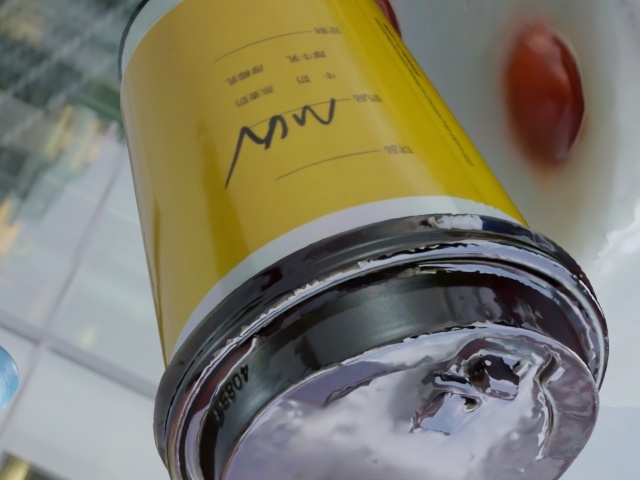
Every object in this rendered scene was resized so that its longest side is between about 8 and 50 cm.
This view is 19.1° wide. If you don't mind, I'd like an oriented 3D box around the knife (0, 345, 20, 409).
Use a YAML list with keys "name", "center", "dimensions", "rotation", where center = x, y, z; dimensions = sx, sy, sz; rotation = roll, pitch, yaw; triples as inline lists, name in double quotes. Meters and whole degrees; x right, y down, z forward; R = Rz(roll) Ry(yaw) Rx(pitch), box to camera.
- name: "knife"
  center: [-0.267, 0.009, 1.124]
  dimensions: [0.058, 0.244, 0.032]
  rotation: [-28, -162, 44]

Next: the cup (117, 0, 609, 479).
- name: "cup"
  center: [0.000, 0.000, 0.854]
  dimensions: [0.196, 0.196, 0.279]
  rotation: [-55, -140, 31]

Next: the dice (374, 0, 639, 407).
- name: "dice"
  center: [0.196, -0.098, 1.046]
  dimensions: [0.277, 0.304, 0.304]
  rotation: [-58, -135, 50]
